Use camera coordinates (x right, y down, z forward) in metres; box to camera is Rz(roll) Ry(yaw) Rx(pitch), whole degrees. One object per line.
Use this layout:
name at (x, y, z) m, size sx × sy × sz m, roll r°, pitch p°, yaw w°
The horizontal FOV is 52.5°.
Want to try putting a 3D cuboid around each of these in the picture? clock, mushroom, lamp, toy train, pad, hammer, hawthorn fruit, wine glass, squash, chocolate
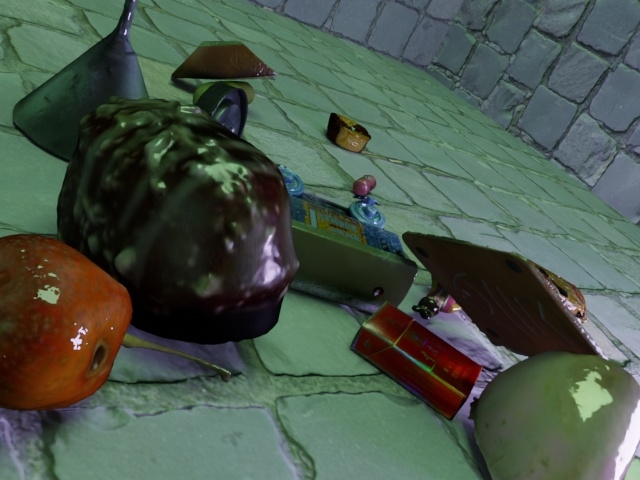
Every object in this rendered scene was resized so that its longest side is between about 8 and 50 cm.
clock at (-0.187, -0.185, 1.133) m, size 0.040 × 0.184 × 0.184 m, roll 24°, pitch 23°, yaw 9°
mushroom at (0.321, 0.256, 0.800) m, size 0.236 × 0.173 × 0.162 m, roll 36°, pitch 30°, yaw 6°
lamp at (0.247, 0.072, 1.167) m, size 0.118 × 0.118 × 0.253 m, roll 42°, pitch 27°, yaw 29°
toy train at (0.000, 0.000, 1.042) m, size 0.300 × 0.131 × 0.202 m, roll 18°, pitch 33°, yaw -20°
pad at (0.267, 0.094, 0.940) m, size 0.286 × 0.018 × 0.284 m, roll 47°, pitch -13°, yaw -23°
hammer at (0.102, -0.129, 1.498) m, size 0.043 × 0.043 × 0.083 m, roll 34°, pitch 26°, yaw 12°
hawthorn fruit at (-0.211, 0.087, 0.629) m, size 0.285 × 0.165 × 0.165 m, roll 17°, pitch 25°, yaw -46°
wine glass at (-0.316, -0.341, 1.038) m, size 0.267 × 0.406 × 0.267 m, roll 21°, pitch 26°, yaw -11°
squash at (-0.227, -0.333, 1.515) m, size 0.083 × 0.083 × 0.250 m, roll 30°, pitch 21°, yaw 3°
chocolate at (-0.171, -0.051, 0.771) m, size 0.340 × 0.210 × 0.225 m, roll 33°, pitch 33°, yaw 34°

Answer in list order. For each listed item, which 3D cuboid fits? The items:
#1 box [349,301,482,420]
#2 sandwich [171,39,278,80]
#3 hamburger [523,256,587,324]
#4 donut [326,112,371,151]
box at (0.140, 0.168, 0.939) m, size 0.175 × 0.048 × 0.112 m, roll 34°, pitch 25°, yaw 13°
sandwich at (-0.234, -0.430, 1.562) m, size 0.258 × 0.096 × 0.094 m, roll -3°, pitch 19°, yaw -6°
hamburger at (0.438, 0.113, 1.304) m, size 0.231 × 0.106 × 0.231 m, roll 22°, pitch 18°, yaw -7°
donut at (0.072, -0.294, 1.773) m, size 0.140 × 0.059 × 0.140 m, roll 23°, pitch 24°, yaw -11°
